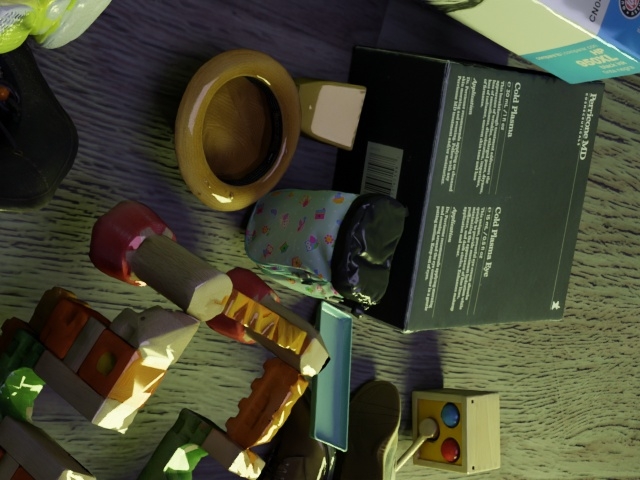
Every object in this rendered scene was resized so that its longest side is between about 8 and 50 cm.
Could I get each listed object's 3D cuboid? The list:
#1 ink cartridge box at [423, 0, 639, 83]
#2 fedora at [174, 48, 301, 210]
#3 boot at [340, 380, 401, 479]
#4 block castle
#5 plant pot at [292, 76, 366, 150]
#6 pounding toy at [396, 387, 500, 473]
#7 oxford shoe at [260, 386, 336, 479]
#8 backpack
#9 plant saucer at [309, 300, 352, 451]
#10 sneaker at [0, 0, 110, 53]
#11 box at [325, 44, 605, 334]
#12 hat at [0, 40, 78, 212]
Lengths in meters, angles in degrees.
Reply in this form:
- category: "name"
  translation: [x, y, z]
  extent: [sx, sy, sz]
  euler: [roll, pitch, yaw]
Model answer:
- category: "ink cartridge box"
  translation: [0.236, -0.397, 1.361]
  extent: [0.395, 0.166, 0.285]
  euler: [23, 82, -24]
- category: "fedora"
  translation: [-0.110, -0.133, 1.356]
  extent: [0.194, 0.079, 0.194]
  euler: [-20, 121, -38]
- category: "boot"
  translation: [0.075, 0.322, 1.645]
  extent: [0.165, 0.077, 0.213]
  euler: [77, 20, -52]
- category: "block castle"
  translation: [-0.228, 0.206, 1.277]
  extent: [0.453, 0.213, 0.303]
  euler: [-58, 143, -3]
- category: "plant pot"
  translation: [-0.006, -0.162, 1.438]
  extent: [0.083, 0.081, 0.081]
  euler: [10, 96, -31]
- category: "pounding toy"
  translation: [0.176, 0.285, 1.705]
  extent: [0.100, 0.141, 0.130]
  euler: [1, 88, -41]
- category: "oxford shoe"
  translation: [-0.033, 0.296, 1.551]
  extent: [0.096, 0.083, 0.227]
  euler: [-12, 105, -24]
- category: "backpack"
  translation: [0.000, 0.000, 1.423]
  extent: [0.115, 0.182, 0.152]
  euler: [40, 65, -44]
- category: "plant saucer"
  translation: [0.013, 0.178, 1.536]
  extent: [0.067, 0.018, 0.192]
  euler: [31, 51, -42]
- category: "sneaker"
  translation: [-0.292, -0.254, 1.133]
  extent: [0.091, 0.240, 0.126]
  euler: [-42, 91, 17]
- category: "box"
  translation: [0.190, -0.068, 1.564]
  extent: [0.312, 0.179, 0.343]
  euler: [1, 103, -40]
- category: "hat"
  translation: [-0.377, -0.126, 1.057]
  extent: [0.134, 0.331, 0.331]
  euler: [-33, 133, 20]
